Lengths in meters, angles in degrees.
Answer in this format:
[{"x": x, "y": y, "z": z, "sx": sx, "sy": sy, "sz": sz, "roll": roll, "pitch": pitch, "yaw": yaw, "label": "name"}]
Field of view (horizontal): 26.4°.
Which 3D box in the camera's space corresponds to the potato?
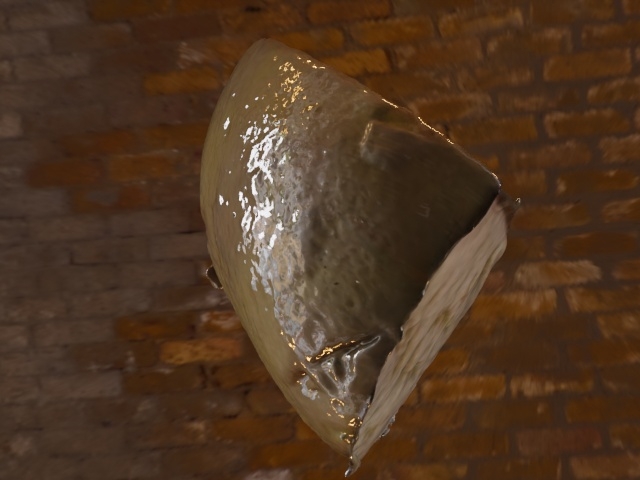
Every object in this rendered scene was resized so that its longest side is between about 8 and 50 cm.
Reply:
[{"x": -0.022, "y": -0.010, "z": 0.894, "sx": 0.264, "sy": 0.189, "sz": 0.211, "roll": 39, "pitch": -88, "yaw": 21, "label": "potato"}]
